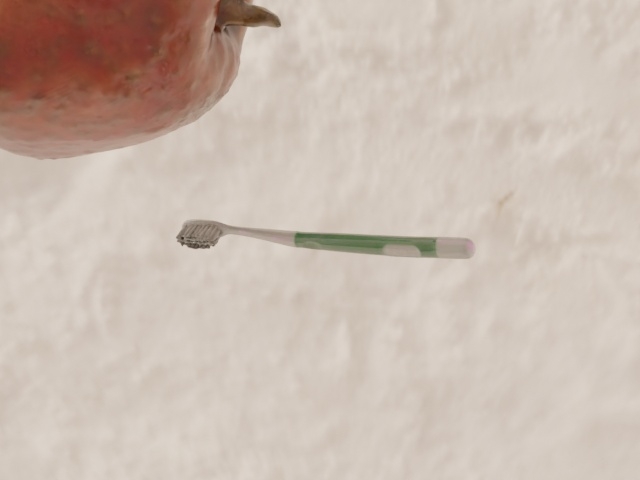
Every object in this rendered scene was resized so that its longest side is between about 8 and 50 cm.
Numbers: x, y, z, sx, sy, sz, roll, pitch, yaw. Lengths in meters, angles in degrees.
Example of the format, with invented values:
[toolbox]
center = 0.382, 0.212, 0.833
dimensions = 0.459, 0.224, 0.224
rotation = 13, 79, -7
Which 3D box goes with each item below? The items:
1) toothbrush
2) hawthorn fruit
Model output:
[toothbrush]
center = 0.000, 0.000, 1.428
dimensions = 0.257, 0.018, 0.024
rotation = 3, 41, 26
[hawthorn fruit]
center = -0.175, -0.190, 1.386
dimensions = 0.299, 0.275, 0.275
rotation = 9, 73, 9
